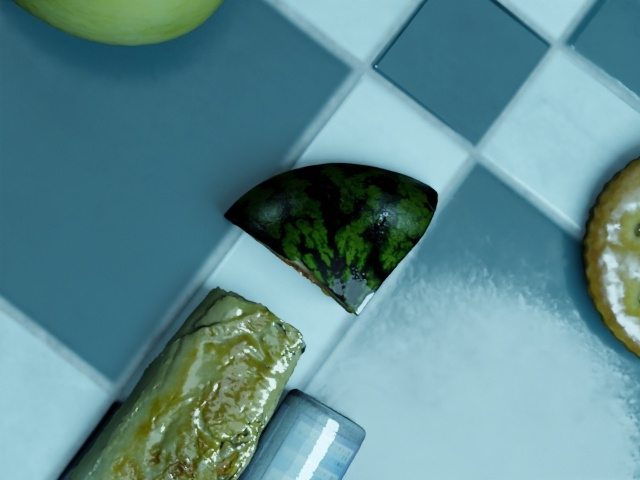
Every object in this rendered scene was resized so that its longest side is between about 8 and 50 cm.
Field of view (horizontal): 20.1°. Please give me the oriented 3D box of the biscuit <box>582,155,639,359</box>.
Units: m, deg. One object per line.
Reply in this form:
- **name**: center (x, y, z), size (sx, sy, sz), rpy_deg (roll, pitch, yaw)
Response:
- **biscuit**: center (0.344, 0.014, 1.642), size (0.220, 0.066, 0.220), rpy_deg (0, 90, -2)

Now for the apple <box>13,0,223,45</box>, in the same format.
- **apple**: center (-0.170, -0.309, 1.483), size (0.254, 0.292, 0.292), rpy_deg (19, 87, -14)

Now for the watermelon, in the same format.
- **watermelon**: center (0.003, -0.017, 1.590), size (0.145, 0.193, 0.137), rpy_deg (39, 130, -2)

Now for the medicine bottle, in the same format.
- **medicine bottle**: center (-0.043, 0.235, 1.591), size (0.083, 0.083, 0.203), rpy_deg (32, 86, -4)

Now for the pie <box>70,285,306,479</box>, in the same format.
- **pie**: center (-0.125, 0.177, 1.591), size (0.128, 0.068, 0.282), rpy_deg (34, 87, 11)
